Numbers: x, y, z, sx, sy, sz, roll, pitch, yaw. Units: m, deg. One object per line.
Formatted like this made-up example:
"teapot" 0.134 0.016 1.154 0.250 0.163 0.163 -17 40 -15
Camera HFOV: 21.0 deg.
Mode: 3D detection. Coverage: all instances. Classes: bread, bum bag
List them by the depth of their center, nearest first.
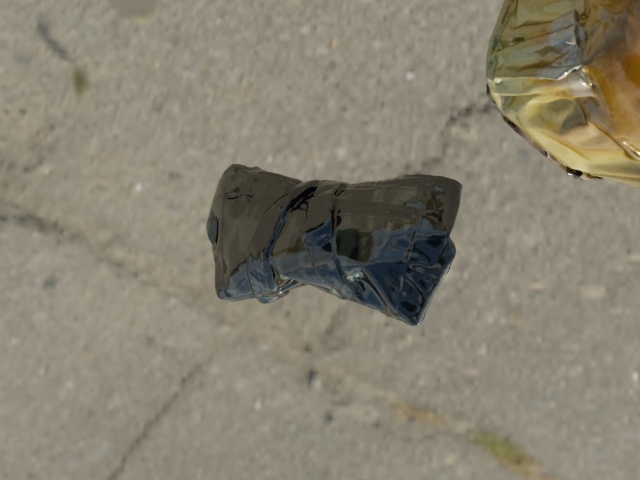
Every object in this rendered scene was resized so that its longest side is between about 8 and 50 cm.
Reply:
"bread" 0.196 -0.156 0.996 0.136 0.241 0.107 38 157 -30
"bum bag" 0.000 0.000 1.700 0.340 0.144 0.095 6 169 43
